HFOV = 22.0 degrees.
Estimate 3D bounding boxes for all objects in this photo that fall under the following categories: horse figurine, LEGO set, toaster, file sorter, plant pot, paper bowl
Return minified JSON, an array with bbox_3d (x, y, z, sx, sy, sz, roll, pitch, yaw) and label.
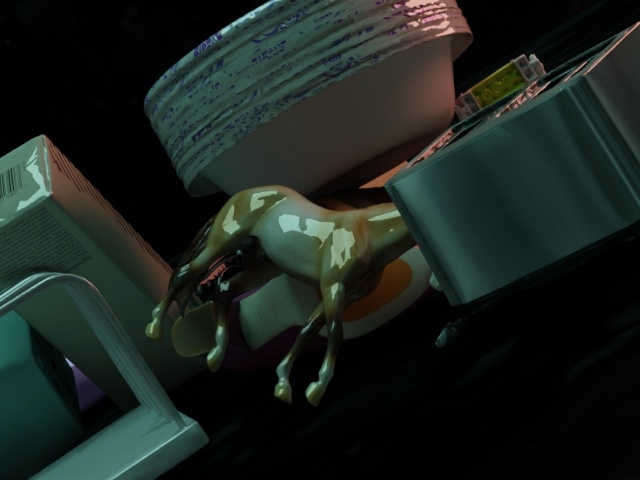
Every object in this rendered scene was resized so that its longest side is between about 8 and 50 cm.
[{"bbox_3d":[-0.024,0.023,1.201,0.263,0.066,0.174,16,72,45],"label":"horse figurine"},{"bbox_3d":[0.148,-0.074,1.336,0.287,0.107,0.132,-36,7,-34],"label":"LEGO set"},{"bbox_3d":[0.148,-0.041,1.056,0.168,0.110,0.185,-29,7,36],"label":"toaster"},{"bbox_3d":[-0.234,0.133,1.318,0.193,0.173,0.277,-34,6,-11],"label":"file sorter"},{"bbox_3d":[-0.352,0.164,1.534,0.234,0.166,0.165,-26,34,2],"label":"plant pot"},{"bbox_3d":[0.002,-0.121,1.426,0.284,0.148,0.284,-27,-5,-3],"label":"paper bowl"}]

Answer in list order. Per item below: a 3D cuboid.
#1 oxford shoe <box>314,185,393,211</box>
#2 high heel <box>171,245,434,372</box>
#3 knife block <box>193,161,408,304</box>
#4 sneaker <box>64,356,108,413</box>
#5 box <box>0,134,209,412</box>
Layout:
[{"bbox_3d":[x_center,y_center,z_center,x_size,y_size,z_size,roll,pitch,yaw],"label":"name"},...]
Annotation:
[{"bbox_3d":[0.057,-0.016,1.421,0.098,0.097,0.271,-28,5,-1],"label":"oxford shoe"},{"bbox_3d":[0.008,0.055,1.299,0.244,0.082,0.117,-24,-17,30],"label":"high heel"},{"bbox_3d":[0.000,0.000,1.616,0.275,0.088,0.242,-33,6,-9],"label":"knife block"},{"bbox_3d":[-0.223,0.109,1.896,0.161,0.102,0.282,-28,17,9],"label":"sneaker"},{"bbox_3d":[-0.217,0.036,1.535,0.113,0.275,0.094,-29,42,11],"label":"box"}]
